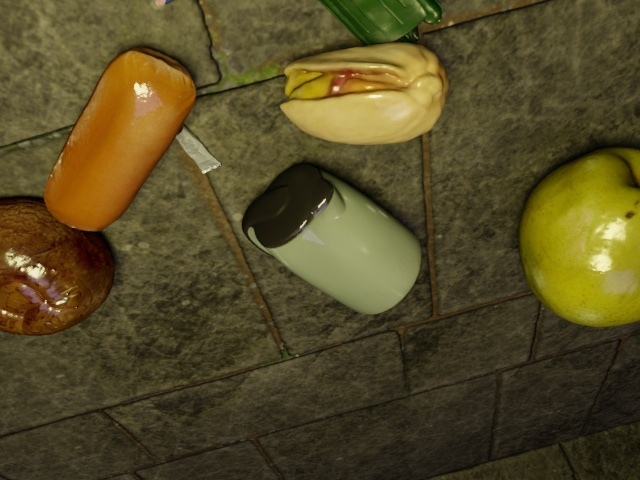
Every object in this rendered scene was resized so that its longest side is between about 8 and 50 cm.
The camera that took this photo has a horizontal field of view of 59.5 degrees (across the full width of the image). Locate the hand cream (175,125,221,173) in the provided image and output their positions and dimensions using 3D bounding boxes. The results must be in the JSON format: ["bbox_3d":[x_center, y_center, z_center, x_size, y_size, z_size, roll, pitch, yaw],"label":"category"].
[{"bbox_3d":[-0.172,-0.127,0.763,0.030,0.019,0.093,-26,144,9],"label":"hand cream"}]

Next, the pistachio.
[{"bbox_3d":[0.054,-0.173,0.681,0.201,0.117,0.145,-3,-177,16],"label":"pistachio"}]

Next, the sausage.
[{"bbox_3d":[-0.252,-0.115,0.688,0.105,0.105,0.274,22,127,-34],"label":"sausage"}]

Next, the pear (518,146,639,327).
[{"bbox_3d":[0.452,0.002,0.893,0.295,0.294,0.294,-8,137,-8],"label":"pear"}]

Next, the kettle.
[{"bbox_3d":[0.000,0.000,0.857,0.221,0.161,0.236,-9,149,43],"label":"kettle"}]

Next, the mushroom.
[{"bbox_3d":[-0.410,0.045,0.783,0.232,0.138,0.194,6,133,-22],"label":"mushroom"}]

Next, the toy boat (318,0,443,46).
[{"bbox_3d":[0.048,-0.286,0.625,0.104,0.052,0.210,-21,141,38],"label":"toy boat"}]

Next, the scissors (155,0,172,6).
[{"bbox_3d":[-0.135,-0.290,0.596,0.113,0.012,0.039,-24,138,10],"label":"scissors"}]
